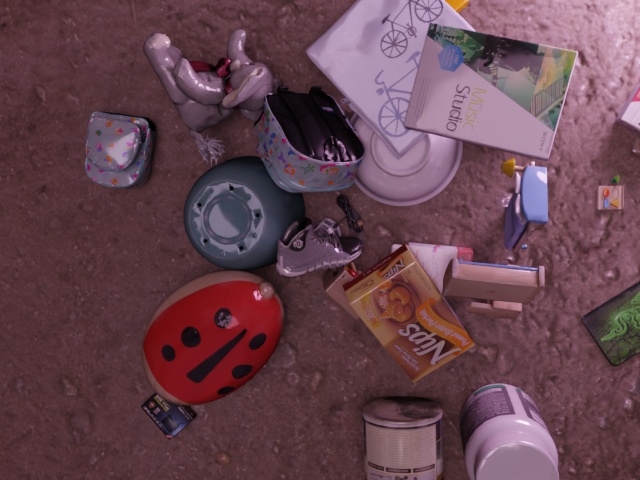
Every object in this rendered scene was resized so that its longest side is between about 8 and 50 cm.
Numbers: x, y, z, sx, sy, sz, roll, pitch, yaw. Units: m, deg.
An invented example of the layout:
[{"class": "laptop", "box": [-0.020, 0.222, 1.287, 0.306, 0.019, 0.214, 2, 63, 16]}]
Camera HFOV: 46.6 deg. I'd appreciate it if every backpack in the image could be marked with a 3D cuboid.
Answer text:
[{"class": "backpack", "box": [-0.024, -0.217, 1.736, 0.254, 0.225, 0.191, 56, 138, 37]}, {"class": "backpack", "box": [-0.510, -0.223, 1.877, 0.165, 0.144, 0.189, 9, 100, 1]}]

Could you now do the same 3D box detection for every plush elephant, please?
[{"class": "plush elephant", "box": [-0.229, -0.378, 1.767, 0.255, 0.272, 0.330, -27, 90, 1]}]

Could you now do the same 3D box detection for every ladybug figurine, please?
[{"class": "ladybug figurine", "box": [-0.270, 0.257, 1.831, 0.305, 0.162, 0.449, 35, 116, -18]}]

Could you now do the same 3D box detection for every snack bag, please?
[{"class": "snack bag", "box": [0.177, -0.414, 1.686, 0.323, 0.037, 0.342, -44, 89, 9]}]

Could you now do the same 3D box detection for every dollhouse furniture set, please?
[{"class": "dollhouse furniture set", "box": [0.395, -0.007, 1.745, 0.198, 0.286, 0.304, 7, 68, 2]}]

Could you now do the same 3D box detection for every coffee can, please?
[{"class": "coffee can", "box": [0.203, 0.547, 1.830, 0.201, 0.201, 0.276, -1, 96, 8]}]

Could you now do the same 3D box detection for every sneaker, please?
[{"class": "sneaker", "box": [0.000, 0.000, 1.766, 0.228, 0.086, 0.132, -17, 122, -22]}]

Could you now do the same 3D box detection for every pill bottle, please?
[{"class": "pill bottle", "box": [0.430, 0.476, 1.712, 0.204, 0.361, 0.204, 1, 96, 8]}]

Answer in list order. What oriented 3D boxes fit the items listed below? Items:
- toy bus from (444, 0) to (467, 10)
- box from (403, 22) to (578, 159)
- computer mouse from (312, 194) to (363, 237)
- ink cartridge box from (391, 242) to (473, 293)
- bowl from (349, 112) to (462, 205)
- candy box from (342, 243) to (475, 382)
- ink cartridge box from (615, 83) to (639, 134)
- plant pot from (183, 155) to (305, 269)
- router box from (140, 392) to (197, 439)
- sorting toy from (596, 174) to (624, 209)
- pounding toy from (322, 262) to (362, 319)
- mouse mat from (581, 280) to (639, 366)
[{"class": "toy bus", "box": [0.191, -0.491, 1.759, 0.332, 0.130, 0.108, -41, 91, 10]}, {"class": "box", "box": [0.362, -0.321, 1.603, 0.321, 0.058, 0.233, 15, 97, 13]}, {"class": "computer mouse", "box": [0.012, -0.020, 1.880, 0.193, 0.042, 0.106, -37, 95, 4]}, {"class": "ink cartridge box", "box": [0.270, 0.068, 1.840, 0.198, 0.067, 0.116, 6, 97, 6]}, {"class": "bowl", "box": [0.196, -0.226, 1.786, 0.297, 0.134, 0.298, 1, 97, 7]}, {"class": "candy box", "box": [0.214, 0.180, 1.776, 0.182, 0.088, 0.316, -33, 122, 9]}, {"class": "ink cartridge box", "box": [0.781, -0.292, 1.739, 0.135, 0.056, 0.099, 29, 98, 4]}, {"class": "plant pot", "box": [-0.199, -0.059, 1.804, 0.292, 0.235, 0.293, 1, 97, 8]}, {"class": "router box", "box": [-0.404, 0.455, 1.984, 0.092, 0.038, 0.122, -42, 89, 9]}, {"class": "sorting toy", "box": [0.698, -0.116, 1.790, 0.061, 0.012, 0.083, 0, 96, 8]}, {"class": "pounding toy", "box": [0.072, 0.097, 1.848, 0.130, 0.141, 0.100, 42, 100, -13]}, {"class": "mouse mat", "box": [0.757, 0.202, 1.820, 0.189, 0.007, 0.153, -34, 91, 9]}]
